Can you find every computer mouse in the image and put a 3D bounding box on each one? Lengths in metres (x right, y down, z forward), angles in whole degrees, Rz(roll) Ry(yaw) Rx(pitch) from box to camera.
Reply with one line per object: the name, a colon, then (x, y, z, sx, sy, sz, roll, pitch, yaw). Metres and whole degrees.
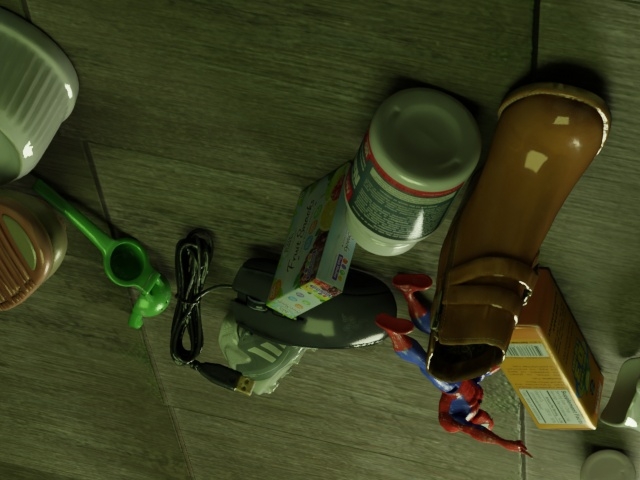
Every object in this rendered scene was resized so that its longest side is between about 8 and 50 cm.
computer mouse: (-0.054, 0.104, 2.124, 0.262, 0.060, 0.184, 15, 113, 6)

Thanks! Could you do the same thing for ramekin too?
ramekin: (-0.359, -0.144, 1.909, 0.207, 0.109, 0.207, 13, 151, 7)

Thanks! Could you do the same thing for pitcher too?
pitcher: (0.423, 0.197, 2.038, 0.207, 0.125, 0.178, 25, 172, 2)

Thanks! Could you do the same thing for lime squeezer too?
lime squeezer: (-0.233, 0.030, 2.218, 0.110, 0.059, 0.310, 39, 166, 35)

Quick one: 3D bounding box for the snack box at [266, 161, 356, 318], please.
snack box: (0.000, 0.000, 1.925, 0.037, 0.141, 0.100, 28, 149, -20)

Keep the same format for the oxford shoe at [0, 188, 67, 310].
oxford shoe: (-0.345, -0.013, 2.058, 0.397, 0.146, 0.140, -4, 112, 62)

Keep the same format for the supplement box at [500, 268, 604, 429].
supplement box: (0.244, 0.122, 2.071, 0.080, 0.078, 0.233, 0, 147, 24)

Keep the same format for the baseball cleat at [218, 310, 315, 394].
baseball cleat: (-0.061, 0.111, 2.227, 0.109, 0.072, 0.206, 39, 137, 2)

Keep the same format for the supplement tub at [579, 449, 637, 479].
supplement tub: (0.359, 0.312, 2.342, 0.071, 0.071, 0.107, 8, 149, 17)

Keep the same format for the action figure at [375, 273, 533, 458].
action figure: (0.173, 0.153, 2.143, 0.139, 0.091, 0.280, 12, 152, 30)

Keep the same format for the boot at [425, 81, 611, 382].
boot: (0.170, -0.004, 1.741, 0.109, 0.220, 0.283, 24, 151, -11)

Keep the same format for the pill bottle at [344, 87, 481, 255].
pill bottle: (0.081, -0.059, 1.813, 0.108, 0.108, 0.180, 19, 151, -3)
